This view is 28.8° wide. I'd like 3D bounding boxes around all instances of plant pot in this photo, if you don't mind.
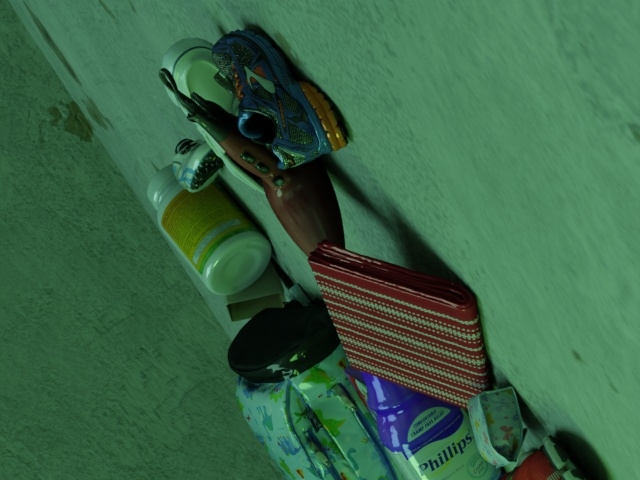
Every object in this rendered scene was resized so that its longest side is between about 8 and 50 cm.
[{"bbox_3d":[-0.125,0.079,2.287,0.109,0.109,0.096,84,173,-70],"label":"plant pot"}]

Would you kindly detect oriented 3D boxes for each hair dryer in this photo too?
[{"bbox_3d":[-0.070,-0.080,1.440,0.293,0.080,0.223,48,-157,3],"label":"hair dryer"}]

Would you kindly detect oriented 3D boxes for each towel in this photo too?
[{"bbox_3d":[0.100,0.105,1.427,0.198,0.031,0.275,18,153,23],"label":"towel"}]

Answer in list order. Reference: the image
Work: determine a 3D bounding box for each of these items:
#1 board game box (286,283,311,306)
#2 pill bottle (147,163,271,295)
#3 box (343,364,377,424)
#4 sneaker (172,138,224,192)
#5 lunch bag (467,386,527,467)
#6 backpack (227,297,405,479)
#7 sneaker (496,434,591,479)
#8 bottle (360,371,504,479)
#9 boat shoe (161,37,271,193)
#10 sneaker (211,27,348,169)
[{"bbox_3d":[-0.025,0.123,2.220,0.090,0.020,0.090,54,170,5],"label":"board game box"},{"bbox_3d":[-0.207,-0.029,2.231,0.246,0.136,0.136,48,167,33],"label":"pill bottle"},{"bbox_3d":[0.161,0.320,1.917,0.293,0.057,0.201,58,167,-19],"label":"box"},{"bbox_3d":[-0.207,-0.132,2.061,0.086,0.085,0.237,51,168,-3],"label":"sneaker"},{"bbox_3d":[0.200,0.211,1.399,0.071,0.053,0.083,106,154,-75],"label":"lunch bag"},{"bbox_3d":[0.009,0.303,2.103,0.355,0.273,0.290,45,160,-19],"label":"backpack"},{"bbox_3d":[0.234,0.295,1.371,0.107,0.118,0.279,52,169,13],"label":"sneaker"},{"bbox_3d":[0.137,0.246,1.642,0.283,0.118,0.092,59,169,-18],"label":"bottle"},{"bbox_3d":[-0.110,-0.155,1.599,0.084,0.095,0.258,43,175,43],"label":"boat shoe"},{"bbox_3d":[-0.064,-0.157,1.370,0.221,0.087,0.083,46,165,39],"label":"sneaker"}]
